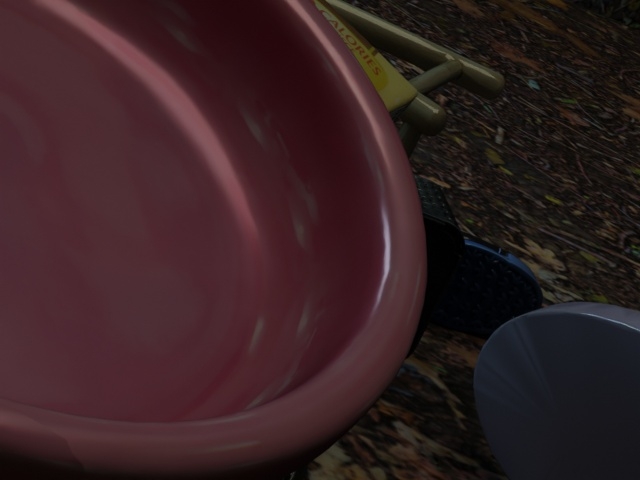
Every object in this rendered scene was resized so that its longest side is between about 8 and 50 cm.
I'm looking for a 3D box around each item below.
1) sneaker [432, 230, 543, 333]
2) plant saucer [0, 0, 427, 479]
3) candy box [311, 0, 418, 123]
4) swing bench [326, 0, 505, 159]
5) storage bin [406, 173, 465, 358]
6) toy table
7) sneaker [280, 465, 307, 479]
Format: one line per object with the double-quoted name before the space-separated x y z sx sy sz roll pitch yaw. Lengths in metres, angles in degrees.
"sneaker" 0.068 0.003 1.418 0.232 0.081 0.090 19 28 -16
"plant saucer" -0.119 -0.037 0.619 0.332 0.084 0.332 24 38 -20
"candy box" -0.099 -0.075 0.848 0.183 0.087 0.316 46 31 8
"swing bench" -0.063 -0.044 1.120 0.254 0.253 0.165 29 20 11
"storage bin" 0.000 0.000 1.281 0.180 0.122 0.084 21 20 -14
"toy table" 0.251 0.123 1.150 0.161 0.252 0.274 -16 42 -39
"sneaker" -0.092 0.156 0.685 0.123 0.178 0.295 25 49 -21
